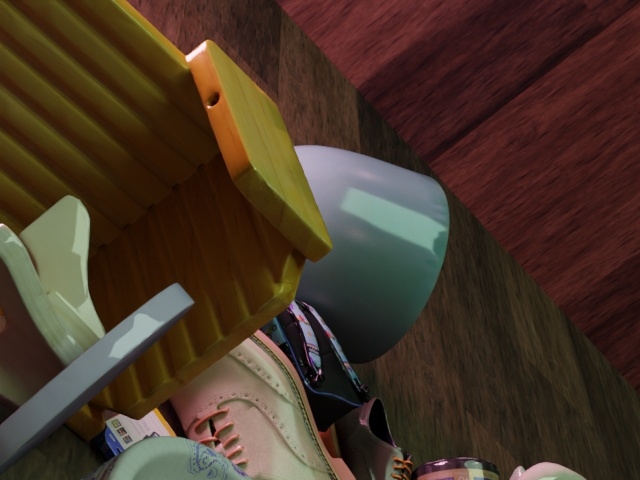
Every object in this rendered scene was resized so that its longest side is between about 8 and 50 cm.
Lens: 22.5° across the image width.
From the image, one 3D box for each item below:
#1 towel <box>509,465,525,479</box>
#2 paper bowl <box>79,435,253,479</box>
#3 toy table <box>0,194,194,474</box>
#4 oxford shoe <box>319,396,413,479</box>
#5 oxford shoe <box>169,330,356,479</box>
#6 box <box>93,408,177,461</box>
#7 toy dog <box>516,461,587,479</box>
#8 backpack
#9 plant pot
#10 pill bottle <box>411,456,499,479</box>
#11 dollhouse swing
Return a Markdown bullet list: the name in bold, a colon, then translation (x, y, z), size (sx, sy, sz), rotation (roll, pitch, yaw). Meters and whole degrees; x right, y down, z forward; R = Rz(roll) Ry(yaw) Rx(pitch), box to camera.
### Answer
- **towel**: translation (0.272, 0.496, 2.086), size (0.038, 0.248, 0.325), rotation (4, 38, -17)
- **paper bowl**: translation (-0.135, 0.330, 1.448), size (0.284, 0.148, 0.284), rotation (39, 30, -28)
- **toy table**: translation (-0.270, 0.088, 1.503), size (0.161, 0.252, 0.274), rotation (47, 50, 1)
- **oxford shoe**: translation (0.078, 0.322, 2.118), size (0.097, 0.098, 0.271), rotation (34, 25, -46)
- **oxford shoe**: translation (-0.085, 0.225, 1.842), size (0.397, 0.140, 0.146), rotation (51, 25, 5)
- **box**: translation (-0.197, 0.223, 1.739), size (0.081, 0.028, 0.136), rotation (54, 20, 6)
- **toy dog**: translation (0.180, 0.467, 1.675), size (0.284, 0.408, 0.395), rotation (33, -37, 28)
- **backpack**: translation (-0.038, 0.158, 2.113), size (0.158, 0.117, 0.173), rotation (25, 33, -56)
- **plant pot**: translation (0.000, 0.000, 2.277), size (0.235, 0.293, 0.293), rotation (23, 30, -26)
- **pill bottle**: translation (0.185, 0.406, 2.117), size (0.123, 0.123, 0.219), rotation (31, 48, -50)
- **dollhouse swing**: translation (-0.239, -0.047, 1.619), size (0.305, 0.347, 0.315), rotation (36, 24, -44)
